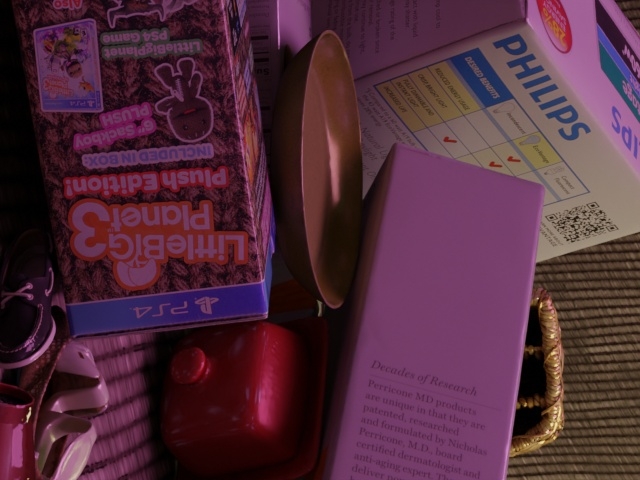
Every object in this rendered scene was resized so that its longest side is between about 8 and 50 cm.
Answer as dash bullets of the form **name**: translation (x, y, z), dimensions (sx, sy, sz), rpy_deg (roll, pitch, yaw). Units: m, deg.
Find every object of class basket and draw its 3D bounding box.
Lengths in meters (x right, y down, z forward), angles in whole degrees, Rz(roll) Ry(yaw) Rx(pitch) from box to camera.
- **basket**: translation (0.168, 0.187, 2.210), dimensions (0.223, 0.299, 0.214), rpy_deg (51, 39, -74)

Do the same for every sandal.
- **sandal**: translation (-0.040, 0.073, 1.737), dimensions (0.265, 0.102, 0.076), rpy_deg (-72, 154, -64)

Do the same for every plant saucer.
- **plant saucer**: translation (-0.004, -0.061, 1.455), dimensions (0.241, 0.037, 0.241), rpy_deg (-1, 90, -77)

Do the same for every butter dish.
- **butter dish**: translation (-0.085, 0.130, 1.473), dimensions (0.118, 0.160, 0.160), rpy_deg (38, 47, -43)

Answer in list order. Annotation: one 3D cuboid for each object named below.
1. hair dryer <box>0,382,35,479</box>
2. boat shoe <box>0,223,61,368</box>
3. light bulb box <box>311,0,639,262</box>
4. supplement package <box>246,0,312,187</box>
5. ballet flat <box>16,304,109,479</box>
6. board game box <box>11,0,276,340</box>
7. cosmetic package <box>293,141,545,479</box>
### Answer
- **hair dryer**: translation (-0.189, 0.190, 1.007), dimensions (0.293, 0.080, 0.224), rpy_deg (91, 19, -48)
- **boat shoe**: translation (-0.200, 0.036, 1.134), dimensions (0.125, 0.046, 0.038), rpy_deg (-82, 164, -53)
- **light bulb box**: translation (0.134, -0.146, 1.755), dimensions (0.358, 0.361, 0.225), rpy_deg (44, 38, -42)
- **supplement package**: translation (-0.084, -0.147, 1.515), dimensions (0.139, 0.133, 0.244), rpy_deg (22, 65, -76)
- **ballet flat**: translation (-0.181, 0.122, 1.148), dimensions (0.206, 0.067, 0.073), rpy_deg (-80, 162, -48)
- **board game box**: translation (-0.122, -0.107, 1.224), dimensions (0.232, 0.141, 0.291), rpy_deg (-90, 173, -74)
- **cosmetic package**: translation (0.074, 0.167, 1.544), dimensions (0.230, 0.161, 0.453), rpy_deg (116, -12, -58)
